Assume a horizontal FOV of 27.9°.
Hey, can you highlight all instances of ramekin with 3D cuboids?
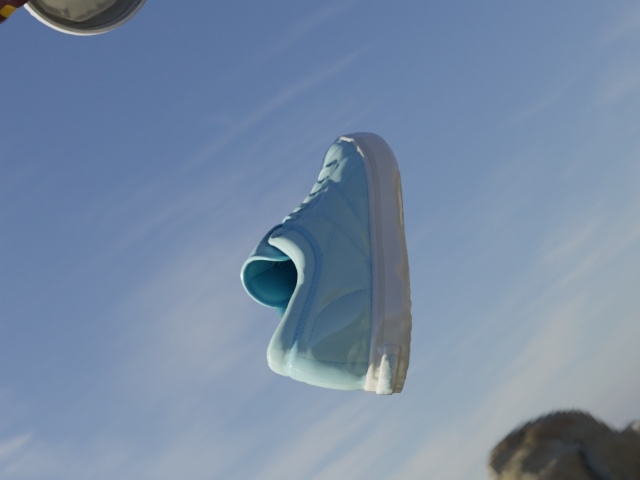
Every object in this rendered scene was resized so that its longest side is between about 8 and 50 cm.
[{"bbox_3d":[-0.349,-0.394,1.847,0.207,0.207,0.109,-39,16,-15],"label":"ramekin"}]

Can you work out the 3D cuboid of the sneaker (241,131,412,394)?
[{"bbox_3d":[0.000,0.000,1.248,0.366,0.150,0.135,-95,12,-57],"label":"sneaker"}]

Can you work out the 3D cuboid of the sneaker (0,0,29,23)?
[{"bbox_3d":[-0.375,-0.232,1.375,0.185,0.069,0.084,-24,-49,-12],"label":"sneaker"}]
